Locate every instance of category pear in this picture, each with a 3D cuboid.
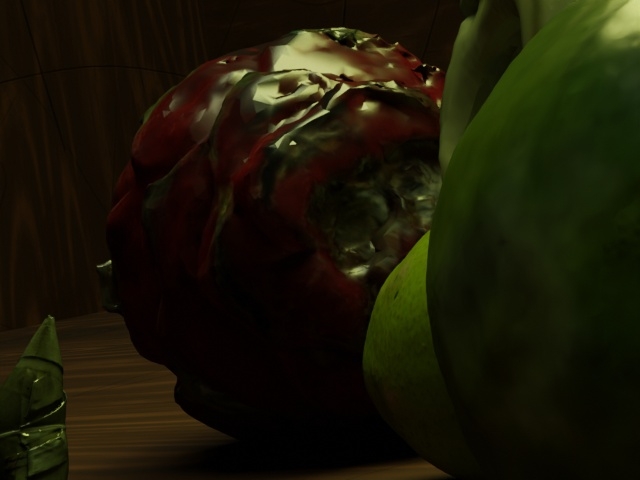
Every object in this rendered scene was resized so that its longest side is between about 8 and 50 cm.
[{"bbox_3d":[0.119,0.058,1.136,0.187,0.187,0.220,-9,-4,-31],"label":"pear"}]

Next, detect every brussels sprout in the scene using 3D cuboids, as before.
[{"bbox_3d":[0.191,0.032,0.691,0.344,0.268,0.344,10,-11,2],"label":"brussels sprout"}]

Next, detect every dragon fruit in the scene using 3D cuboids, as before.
[{"bbox_3d":[-0.002,-0.003,1.425,0.329,0.329,0.329,-8,2,0],"label":"dragon fruit"}]

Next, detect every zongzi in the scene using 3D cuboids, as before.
[{"bbox_3d":[-0.232,0.120,1.347,0.154,0.130,0.062,-6,-7,44],"label":"zongzi"}]

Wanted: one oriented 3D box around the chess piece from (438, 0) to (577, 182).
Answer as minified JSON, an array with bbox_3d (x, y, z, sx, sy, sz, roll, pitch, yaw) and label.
[{"bbox_3d":[0.292,-0.052,1.024,0.442,0.234,0.234,9,-2,-13],"label":"chess piece"}]
